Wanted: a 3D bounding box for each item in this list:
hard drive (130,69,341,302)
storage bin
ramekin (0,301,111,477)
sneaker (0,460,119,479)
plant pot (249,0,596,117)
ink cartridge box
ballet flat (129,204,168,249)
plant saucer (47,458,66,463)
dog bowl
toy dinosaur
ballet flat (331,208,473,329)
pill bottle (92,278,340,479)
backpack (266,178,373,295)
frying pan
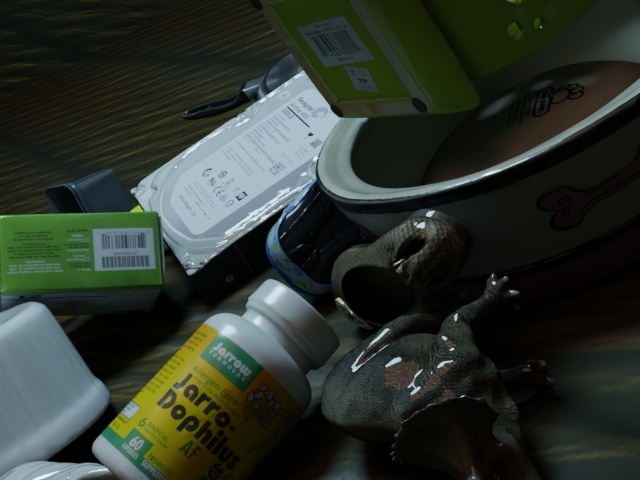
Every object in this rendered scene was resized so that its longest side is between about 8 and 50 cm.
[{"bbox_3d":[-0.059,-0.093,1.360,0.339,0.064,0.237,-34,40,-6],"label":"hard drive"},{"bbox_3d":[-0.343,-0.041,1.625,0.098,0.135,0.091,-5,23,48],"label":"storage bin"},{"bbox_3d":[-0.375,0.177,1.122,0.277,0.135,0.277,-26,8,4],"label":"ramekin"},{"bbox_3d":[-0.268,0.289,0.868,0.152,0.114,0.305,-16,28,37],"label":"sneaker"},{"bbox_3d":[0.077,-0.241,0.986,0.207,0.227,0.228,-48,27,-20],"label":"plant pot"},{"bbox_3d":[-0.307,0.050,1.338,0.189,0.097,0.255,-2,-18,-17],"label":"ink cartridge box"},{"bbox_3d":[-0.185,-0.034,1.476,0.231,0.077,0.077,-26,37,12],"label":"ballet flat"},{"bbox_3d":[-0.343,0.285,1.078,0.199,0.036,0.198,-26,24,12],"label":"plant saucer"},{"bbox_3d":[0.206,-0.101,1.005,0.408,0.150,0.408,-27,23,12],"label":"dog bowl"},{"bbox_3d":[0.067,0.106,0.807,0.160,0.121,0.313,-29,23,-28],"label":"toy dinosaur"},{"bbox_3d":[0.058,0.039,0.920,0.058,0.084,0.250,-60,7,-23],"label":"ballet flat"},{"bbox_3d":[-0.082,0.137,0.904,0.208,0.117,0.117,-47,26,-15],"label":"pill bottle"},{"bbox_3d":[0.000,0.000,1.131,0.114,0.105,0.084,-46,4,-28],"label":"backpack"},{"bbox_3d":[-0.068,-0.263,1.728,0.326,0.053,0.197,12,52,38],"label":"frying pan"}]
